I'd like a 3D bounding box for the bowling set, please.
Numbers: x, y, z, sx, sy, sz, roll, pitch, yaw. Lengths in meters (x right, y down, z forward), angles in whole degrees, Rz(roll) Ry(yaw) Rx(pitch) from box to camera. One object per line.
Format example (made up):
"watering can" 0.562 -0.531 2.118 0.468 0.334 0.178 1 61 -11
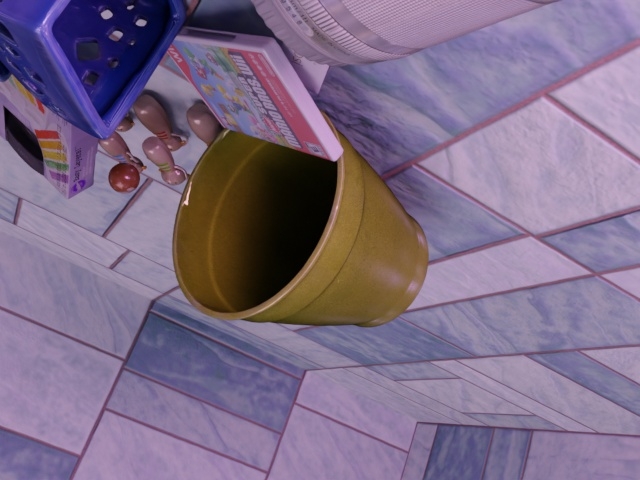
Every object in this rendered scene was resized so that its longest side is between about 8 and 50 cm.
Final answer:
"bowling set" -0.324 -0.158 1.279 0.287 0.200 0.154 18 160 19

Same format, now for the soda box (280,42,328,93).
"soda box" 0.000 -0.273 0.851 0.069 0.074 0.216 23 159 -4

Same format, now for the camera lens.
"camera lens" 0.085 -0.274 0.566 0.219 0.219 0.274 35 154 -33

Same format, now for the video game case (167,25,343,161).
"video game case" -0.109 -0.218 1.006 0.285 0.025 0.204 24 158 45

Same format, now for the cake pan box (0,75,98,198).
"cake pan box" -0.495 -0.232 1.212 0.246 0.070 0.267 44 143 10

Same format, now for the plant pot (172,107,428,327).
"plant pot" 0.000 0.000 1.200 0.366 0.366 0.353 0 161 42

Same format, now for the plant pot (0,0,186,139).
"plant pot" -0.332 -0.307 0.871 0.212 0.236 0.236 23 160 10
